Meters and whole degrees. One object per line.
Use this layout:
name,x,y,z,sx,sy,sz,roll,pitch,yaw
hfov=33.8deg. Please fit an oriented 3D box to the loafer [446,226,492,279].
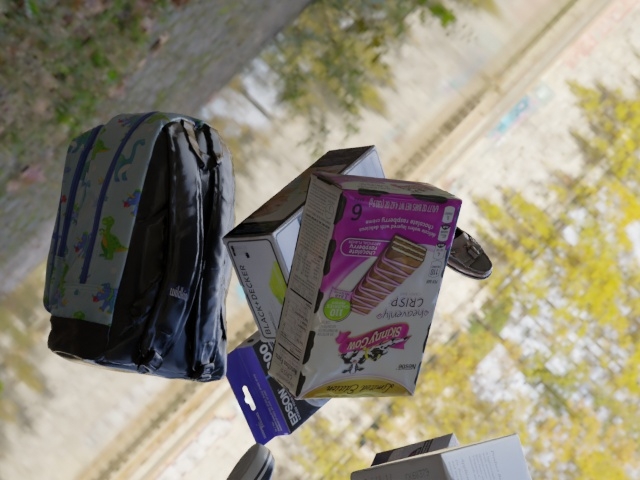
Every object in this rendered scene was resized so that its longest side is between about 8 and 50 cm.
loafer,0.155,-0.001,1.262,0.045,0.125,0.039,-41,159,-30

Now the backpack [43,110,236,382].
backpack,-0.241,-0.006,1.472,0.290,0.273,0.356,16,91,-54

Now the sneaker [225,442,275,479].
sneaker,-0.129,0.473,1.753,0.321,0.127,0.126,-58,-175,30

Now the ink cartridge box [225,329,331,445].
ink cartridge box,-0.081,0.271,2.076,0.045,0.206,0.208,-7,-158,46

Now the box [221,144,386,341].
box,0.000,0.000,1.491,0.087,0.169,0.290,-3,-155,36

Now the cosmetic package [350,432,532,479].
cosmetic package,0.164,0.342,1.337,0.151,0.151,0.183,-23,164,39

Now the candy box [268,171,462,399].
candy box,0.048,0.052,1.136,0.071,0.159,0.233,34,-64,54

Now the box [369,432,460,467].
box,0.154,0.448,1.712,0.163,0.142,0.247,-22,-164,27
